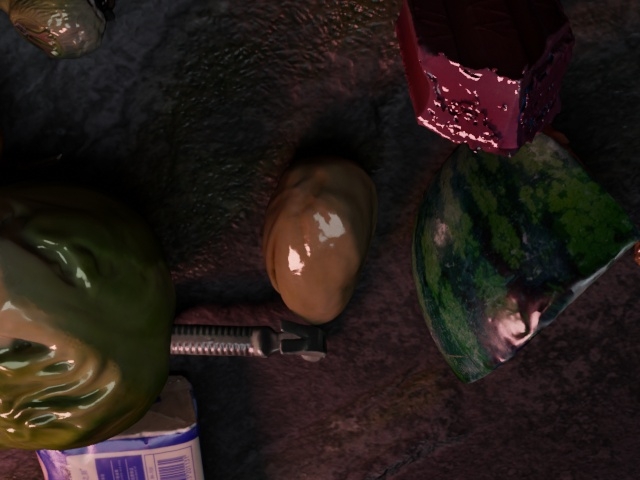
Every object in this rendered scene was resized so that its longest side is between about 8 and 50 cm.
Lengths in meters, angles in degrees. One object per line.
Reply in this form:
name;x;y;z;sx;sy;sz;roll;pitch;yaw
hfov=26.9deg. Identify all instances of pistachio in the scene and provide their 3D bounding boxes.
pistachio;0.000;0.000;1.507;0.136;0.135;0.226;1;133;-5

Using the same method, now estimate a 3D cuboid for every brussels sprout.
brussels sprout;-0.305;0.073;1.421;0.289;0.281;0.354;-3;161;16

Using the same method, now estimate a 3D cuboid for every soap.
soap;0.157;-0.185;1.294;0.162;0.250;0.099;5;125;-6

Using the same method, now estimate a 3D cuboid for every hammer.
hammer;-0.106;0.119;1.595;0.227;0.041;0.159;2;171;5

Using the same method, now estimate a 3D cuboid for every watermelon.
watermelon;0.196;0.000;1.511;0.292;0.319;0.222;-39;86;15

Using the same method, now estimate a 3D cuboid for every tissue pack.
tissue pack;-0.243;0.307;1.714;0.209;0.137;0.269;-6;124;0

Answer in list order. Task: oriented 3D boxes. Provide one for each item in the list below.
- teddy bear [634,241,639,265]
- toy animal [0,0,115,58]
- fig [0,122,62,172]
teddy bear;0.529;0.074;1.539;0.296;0.222;0.246;23;125;-20
toy animal;-0.269;-0.240;1.327;0.137;0.098;0.098;29;124;7
fig;-0.375;-0.099;1.417;0.134;0.146;0.201;-46;154;11
